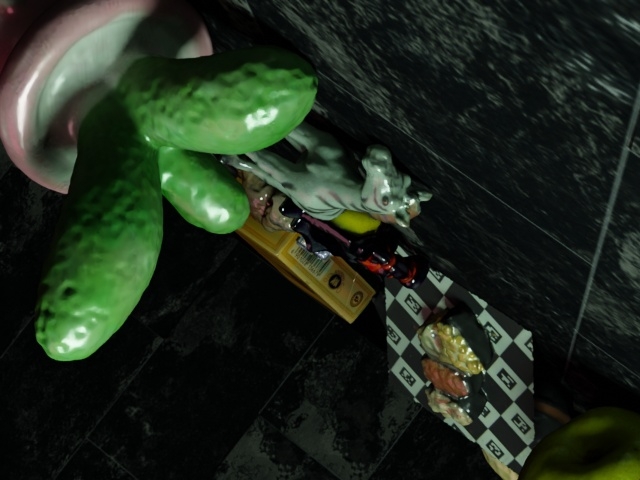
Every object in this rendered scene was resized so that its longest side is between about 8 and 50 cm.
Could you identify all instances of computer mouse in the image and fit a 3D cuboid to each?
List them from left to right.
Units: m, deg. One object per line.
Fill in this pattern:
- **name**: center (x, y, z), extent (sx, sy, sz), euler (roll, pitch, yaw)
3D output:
- **computer mouse**: center (0.195, 0.171, 1.925), extent (0.323, 0.116, 0.183), euler (37, 169, 8)

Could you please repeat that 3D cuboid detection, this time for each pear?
- **pear**: center (0.328, 0.333, 1.547), extent (0.253, 0.253, 0.307), euler (31, 149, 52)

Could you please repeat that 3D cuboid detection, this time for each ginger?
- **ginger**: center (-0.052, -0.056, 1.894), extent (0.122, 0.084, 0.290), euler (62, 171, -17)

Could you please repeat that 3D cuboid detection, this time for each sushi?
- **sushi**: center (0.154, 0.165, 1.790), extent (0.264, 0.050, 0.290), euler (34, 147, 34)

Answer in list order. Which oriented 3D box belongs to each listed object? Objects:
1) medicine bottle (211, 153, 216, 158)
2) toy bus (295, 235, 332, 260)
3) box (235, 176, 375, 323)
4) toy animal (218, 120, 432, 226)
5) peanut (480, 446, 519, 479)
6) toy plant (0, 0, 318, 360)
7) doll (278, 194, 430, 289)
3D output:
- **medicine bottle**: center (-0.219, -0.153, 2.224), extent (0.092, 0.061, 0.220), euler (13, 164, 28)
- **toy bus**: center (0.000, 0.000, 2.078), extent (0.058, 0.052, 0.102), euler (35, 177, 3)
- **box**: center (-0.042, 0.019, 2.399), extent (0.174, 0.076, 0.274), euler (36, 175, 39)
- **toy animal**: center (-0.015, -0.074, 1.357), extent (0.170, 0.090, 0.255), euler (36, 178, -18)
- **peanut**: center (0.332, 0.303, 2.034), extent (0.325, 0.140, 0.153), euler (40, 158, 28)
- **toy plant**: center (-0.192, -0.101, 1.268), extent (0.356, 0.317, 0.210), euler (44, -179, 32)
- **doll**: center (0.032, -0.016, 1.602), extent (0.127, 0.088, 0.248), euler (7, 166, 38)
